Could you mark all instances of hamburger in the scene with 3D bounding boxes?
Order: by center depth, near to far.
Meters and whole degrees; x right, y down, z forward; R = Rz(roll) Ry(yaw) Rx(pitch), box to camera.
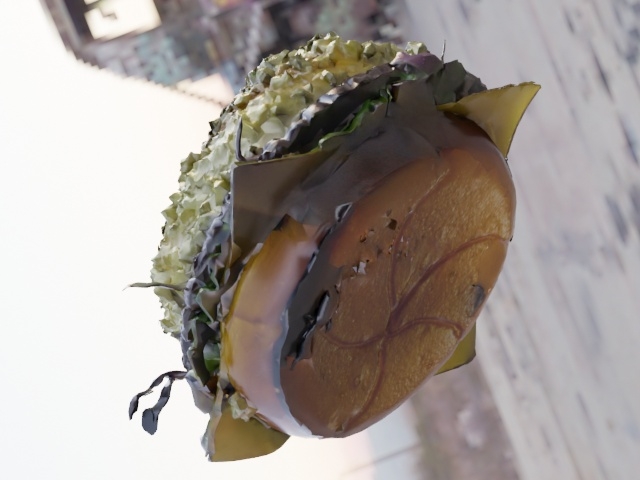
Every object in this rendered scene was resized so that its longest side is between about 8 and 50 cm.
[{"bbox_3d":[0.000,0.000,1.031,0.139,0.262,0.243,36,131,33],"label":"hamburger"}]
